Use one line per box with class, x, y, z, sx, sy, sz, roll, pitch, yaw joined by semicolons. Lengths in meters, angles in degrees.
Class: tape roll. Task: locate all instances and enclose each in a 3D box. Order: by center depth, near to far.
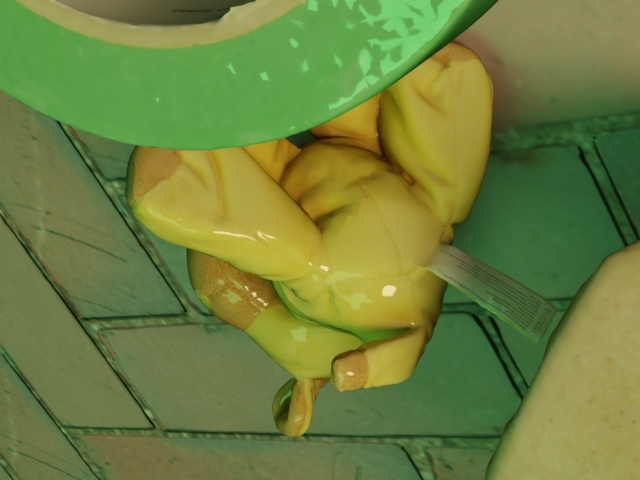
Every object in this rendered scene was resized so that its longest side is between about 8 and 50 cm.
tape roll;-0.056;-0.195;0.538;0.321;0.077;0.321;11;115;23

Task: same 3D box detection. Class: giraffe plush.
giraffe plush;0.000;0.000;0.727;0.210;0.181;0.170;48;155;7

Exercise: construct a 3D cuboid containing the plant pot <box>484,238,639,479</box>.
plant pot;0.241;0.120;0.578;0.305;0.334;0.334;31;144;23
